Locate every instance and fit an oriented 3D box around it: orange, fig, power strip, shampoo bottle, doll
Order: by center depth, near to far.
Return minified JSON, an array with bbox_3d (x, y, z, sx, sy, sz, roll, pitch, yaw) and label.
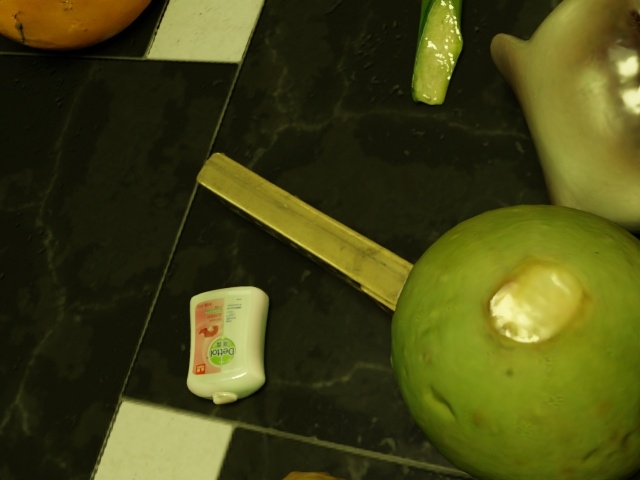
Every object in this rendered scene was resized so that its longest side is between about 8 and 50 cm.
[{"bbox_3d":[0.150,0.078,0.721,0.207,0.230,0.207,1,102,4],"label":"fig"},{"bbox_3d":[0.320,-0.133,0.755,0.371,0.226,0.214,-22,93,8],"label":"doll"},{"bbox_3d":[0.000,0.000,0.921,0.305,0.064,0.044,31,83,33],"label":"power strip"},{"bbox_3d":[-0.081,0.094,0.924,0.072,0.043,0.099,-10,62,20],"label":"shampoo bottle"},{"bbox_3d":[-0.279,-0.320,1.103,0.246,0.246,0.246,-10,62,20],"label":"orange"}]

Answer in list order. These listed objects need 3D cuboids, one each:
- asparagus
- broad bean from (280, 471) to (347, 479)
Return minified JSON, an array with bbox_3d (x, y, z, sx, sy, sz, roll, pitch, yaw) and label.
[{"bbox_3d":[0.111,-0.209,0.991,0.045,0.041,0.178,-6,64,31],"label":"asparagus"},{"bbox_3d":[0.008,0.276,0.746,0.156,0.122,0.228,-36,52,18],"label":"broad bean"}]
